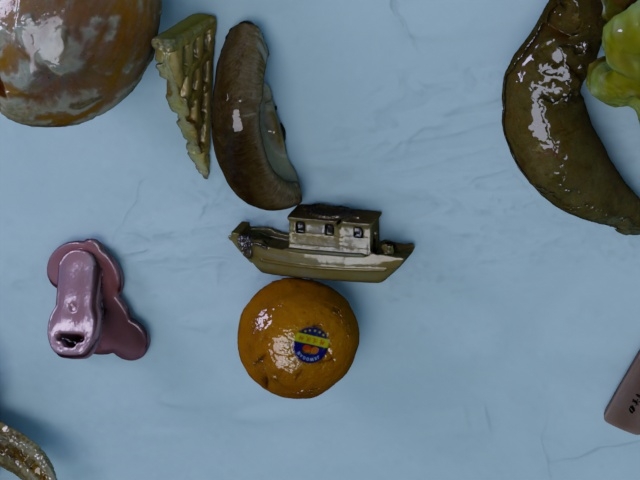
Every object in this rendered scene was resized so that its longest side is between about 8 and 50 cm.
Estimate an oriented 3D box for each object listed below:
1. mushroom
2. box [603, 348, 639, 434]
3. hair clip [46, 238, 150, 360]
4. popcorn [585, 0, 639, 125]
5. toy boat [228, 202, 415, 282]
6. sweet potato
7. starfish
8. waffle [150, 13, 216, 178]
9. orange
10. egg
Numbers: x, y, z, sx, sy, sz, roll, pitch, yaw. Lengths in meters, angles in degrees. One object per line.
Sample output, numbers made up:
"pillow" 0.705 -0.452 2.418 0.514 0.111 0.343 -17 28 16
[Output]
"mushroom" -0.076 -0.118 1.595 0.072 0.094 0.210 -7 116 16
"box" 0.347 0.157 1.632 0.048 0.025 0.115 27 120 5
"hair clip" -0.267 0.072 1.775 0.123 0.102 0.138 -3 81 16
"popcorn" 0.370 -0.154 1.355 0.276 0.225 0.276 0 84 -3
"toy boat" 0.000 0.000 1.645 0.200 0.057 0.077 4 111 16
"sweet potato" 0.240 -0.126 1.492 0.124 0.098 0.310 -7 118 19
"starfish" -0.449 0.241 1.871 0.327 0.094 0.375 16 125 21
"waffle" -0.144 -0.134 1.589 0.032 0.125 0.191 10 114 14
"orange" -0.027 0.106 1.669 0.135 0.117 0.135 -3 97 -22
"egg" -0.260 -0.221 1.543 0.195 0.195 0.233 40 122 -4
